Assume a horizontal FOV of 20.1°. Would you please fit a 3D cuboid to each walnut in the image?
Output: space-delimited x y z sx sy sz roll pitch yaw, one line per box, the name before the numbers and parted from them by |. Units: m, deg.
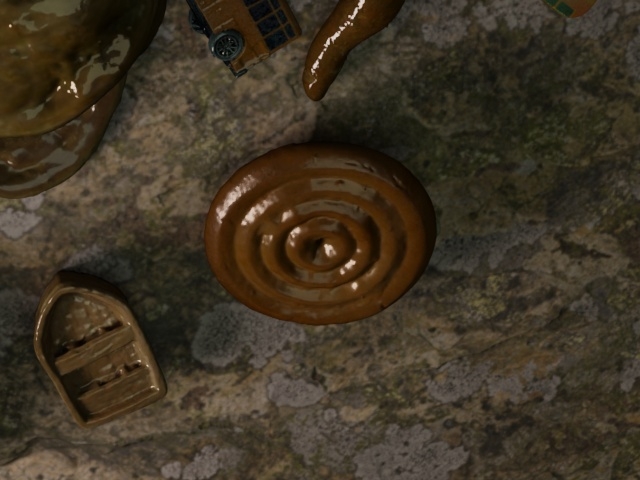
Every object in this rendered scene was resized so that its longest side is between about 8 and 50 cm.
walnut | -0.275 -0.219 1.645 0.283 0.283 0.227 -41 153 6

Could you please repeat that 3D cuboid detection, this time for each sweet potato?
sweet potato | 0.046 -0.297 1.848 0.108 0.079 0.346 11 120 9

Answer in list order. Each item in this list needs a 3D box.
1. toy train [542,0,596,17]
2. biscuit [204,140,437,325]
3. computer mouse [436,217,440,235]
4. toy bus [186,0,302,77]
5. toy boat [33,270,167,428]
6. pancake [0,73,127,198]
toy train | 0.236 -0.310 1.905 0.188 0.072 0.099 31 104 -31
biscuit | 0.000 0.001 1.978 0.262 0.037 0.262 -2 131 -2
computer mouse | 0.067 -0.038 2.008 0.089 0.056 0.182 -30 126 25
toy bus | -0.098 -0.266 1.800 0.103 0.091 0.182 -31 126 -2
toy boat | -0.251 0.108 1.980 0.116 0.061 0.188 -24 124 -4
pancake | -0.307 -0.141 1.823 0.242 0.050 0.242 -8 122 -14
